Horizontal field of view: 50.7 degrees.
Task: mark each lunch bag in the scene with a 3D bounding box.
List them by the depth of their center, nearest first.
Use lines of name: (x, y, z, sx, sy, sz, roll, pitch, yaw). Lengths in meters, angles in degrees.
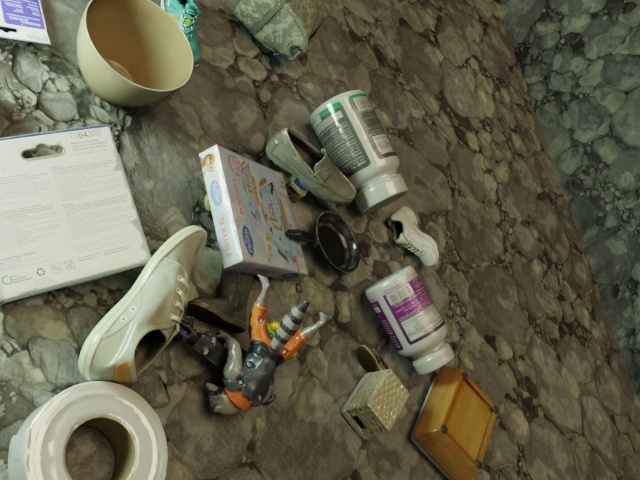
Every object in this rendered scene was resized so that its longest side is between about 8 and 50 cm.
lunch bag: (-0.104, -0.759, 2.220, 0.256, 0.212, 0.305, 42, 45, -16)

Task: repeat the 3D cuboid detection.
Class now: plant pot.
plant pot: (-0.491, -0.449, 1.695, 0.284, 0.191, 0.284, 23, 53, -34)

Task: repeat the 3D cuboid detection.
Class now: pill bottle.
pill bottle: (0.276, 0.243, 2.034, 0.169, 0.169, 0.302, -26, 87, -48)
pill bottle: (0.128, -0.280, 2.170, 0.204, 0.204, 0.361, -19, 81, -47)

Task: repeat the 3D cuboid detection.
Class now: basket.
basket: (0.155, 0.444, 1.853, 0.113, 0.103, 0.167, 52, 42, -9)

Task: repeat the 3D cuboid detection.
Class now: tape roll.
tape roll: (-0.445, 0.421, 1.307, 0.286, 0.100, 0.286, 22, 55, -34)

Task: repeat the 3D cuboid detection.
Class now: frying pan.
frying pan: (0.015, 0.026, 1.971, 0.326, 0.053, 0.197, -29, 91, -56)

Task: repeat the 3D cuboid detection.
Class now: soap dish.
soap dish: (0.410, 0.545, 2.023, 0.229, 0.118, 0.291, 48, 44, -12)

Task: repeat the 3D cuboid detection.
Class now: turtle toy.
turtle toy: (-0.110, 0.257, 1.731, 0.130, 0.095, 0.066, 36, 68, -22)

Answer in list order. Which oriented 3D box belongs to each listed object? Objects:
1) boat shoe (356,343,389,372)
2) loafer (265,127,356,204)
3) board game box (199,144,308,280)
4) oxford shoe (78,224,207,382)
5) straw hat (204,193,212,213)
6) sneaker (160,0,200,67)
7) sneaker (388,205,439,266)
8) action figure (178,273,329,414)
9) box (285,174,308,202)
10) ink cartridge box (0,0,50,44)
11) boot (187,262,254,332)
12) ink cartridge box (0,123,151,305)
boat shoe: (0.156, 0.354, 1.947, 0.152, 0.056, 0.049, 58, 36, -15)
loafer: (-0.012, -0.215, 1.986, 0.319, 0.111, 0.112, 32, 49, -24)
board game box: (-0.172, -0.063, 1.794, 0.318, 0.066, 0.319, 19, 52, -59)
oxford shoe: (-0.351, 0.141, 1.485, 0.130, 0.169, 0.449, 19, 45, 10)
straw hat: (-0.273, -0.100, 1.790, 0.144, 0.061, 0.144, 55, 22, -37)
sneaker: (-0.397, -0.627, 1.947, 0.107, 0.110, 0.275, 1, 67, -43)
sneaker: (0.301, 0.003, 2.270, 0.115, 0.090, 0.232, -31, 80, -41)
action figure: (-0.172, 0.249, 1.563, 0.341, 0.178, 0.330, 35, 80, -27)
box: (-0.052, -0.191, 2.060, 0.059, 0.054, 0.169, 44, 45, -15)
ink cartridge box: (-0.768, -0.556, 1.604, 0.206, 0.045, 0.208, -3, 68, -44)
boot: (-0.241, 0.110, 1.696, 0.189, 0.076, 0.209, 35, 52, -42)
ink cartridge box: (-0.560, -0.063, 1.438, 0.324, 0.071, 0.330, -16, 86, -37)
